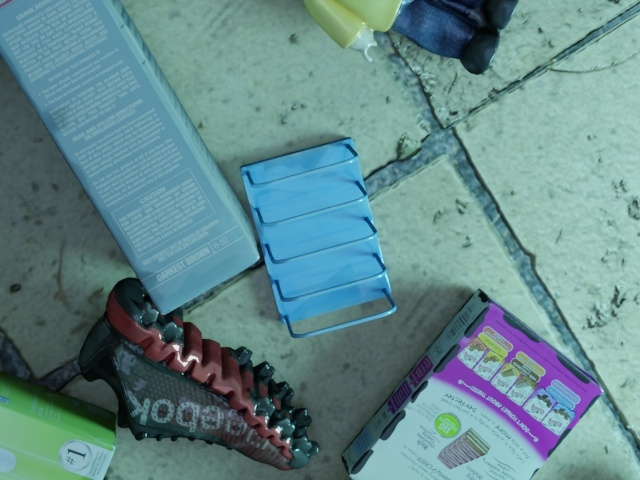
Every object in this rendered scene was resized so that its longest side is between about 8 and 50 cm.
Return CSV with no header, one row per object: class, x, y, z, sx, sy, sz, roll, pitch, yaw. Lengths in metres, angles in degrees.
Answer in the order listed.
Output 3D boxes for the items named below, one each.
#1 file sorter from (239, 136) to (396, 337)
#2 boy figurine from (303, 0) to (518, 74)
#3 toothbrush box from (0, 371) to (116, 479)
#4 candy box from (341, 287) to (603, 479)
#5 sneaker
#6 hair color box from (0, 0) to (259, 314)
file sorter,0.000,0.000,1.821,0.118,0.104,0.170,-15,103,-2
boy figurine,0.051,-0.271,1.779,0.285,0.092,0.177,25,101,-13
toothbrush box,-0.370,0.232,1.822,0.283,0.122,0.206,22,98,-8
candy box,0.156,0.190,1.892,0.159,0.071,0.233,38,95,-12
sneaker,-0.130,0.159,1.846,0.276,0.097,0.135,38,107,-18
hair color box,-0.200,-0.131,1.731,0.114,0.185,0.374,-30,103,1
